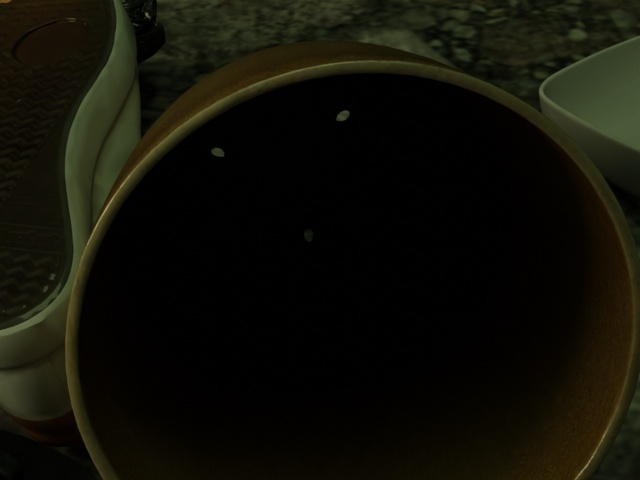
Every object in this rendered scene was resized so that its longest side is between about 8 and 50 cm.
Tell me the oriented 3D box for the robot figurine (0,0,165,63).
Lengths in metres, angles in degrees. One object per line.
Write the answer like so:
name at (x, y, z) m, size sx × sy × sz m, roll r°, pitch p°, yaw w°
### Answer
robot figurine at (-0.216, -0.088, 1.120) m, size 0.211 × 0.085 × 0.291 m, roll 9°, pitch 36°, yaw 15°

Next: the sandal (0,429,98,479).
sandal at (-0.211, 0.093, 0.872) m, size 0.255 × 0.054 × 0.097 m, roll 19°, pitch 39°, yaw 28°

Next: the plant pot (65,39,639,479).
plant pot at (0.000, 0.000, 0.874) m, size 0.237 × 0.237 × 0.254 m, roll -6°, pitch 21°, yaw -6°

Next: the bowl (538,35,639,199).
bowl at (0.213, -0.065, 1.088) m, size 0.142 × 0.053 × 0.142 m, roll -25°, pitch 40°, yaw -29°

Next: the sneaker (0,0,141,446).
sneaker at (-0.139, -0.016, 0.965) m, size 0.106 × 0.123 × 0.290 m, roll -11°, pitch 43°, yaw 11°
